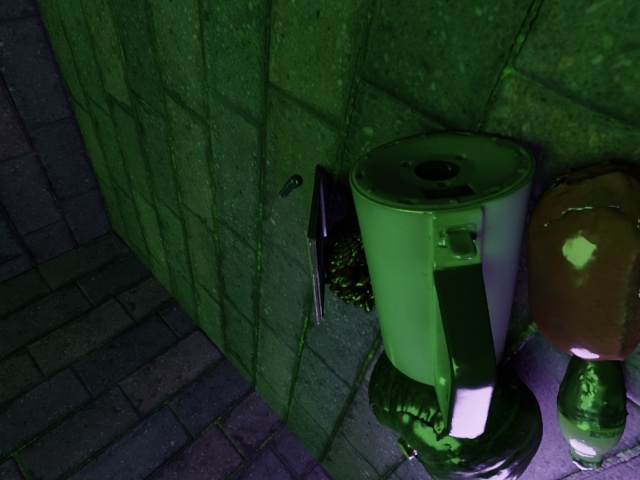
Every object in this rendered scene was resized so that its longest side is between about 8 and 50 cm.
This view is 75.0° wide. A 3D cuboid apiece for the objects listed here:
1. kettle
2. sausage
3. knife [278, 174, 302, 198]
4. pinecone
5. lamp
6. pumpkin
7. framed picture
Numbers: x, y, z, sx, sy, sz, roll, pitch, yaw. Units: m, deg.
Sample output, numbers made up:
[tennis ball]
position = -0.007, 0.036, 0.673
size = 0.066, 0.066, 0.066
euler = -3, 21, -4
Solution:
[kettle]
position = 0.197, 0.072, 0.643
size = 0.361, 0.249, 0.377
euler = -92, -8, -56
[sausage]
position = 0.358, 0.032, 0.554
size = 0.152, 0.152, 0.280
euler = 16, 129, 45
[knife]
position = -0.081, -0.137, 1.088
size = 0.031, 0.018, 0.121
euler = 57, 149, 2
[pinecone]
position = 0.092, 0.054, 0.889
size = 0.168, 0.186, 0.212
euler = 0, 138, 29
[lamp]
position = 0.449, 0.273, 0.694
size = 0.101, 0.101, 0.250
euler = 11, 114, 48
[pumpkin]
position = 0.258, 0.337, 0.848
size = 0.327, 0.257, 0.292
euler = 28, 154, 50
[framed picture]
position = 0.000, 0.000, 0.922
size = 0.019, 0.296, 0.232
euler = -2, 127, 5
